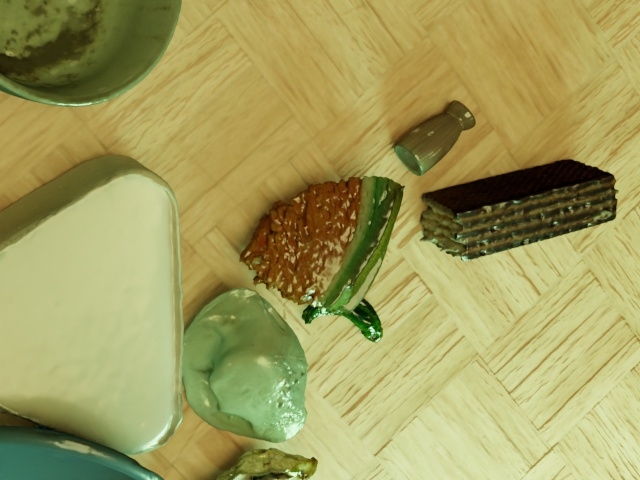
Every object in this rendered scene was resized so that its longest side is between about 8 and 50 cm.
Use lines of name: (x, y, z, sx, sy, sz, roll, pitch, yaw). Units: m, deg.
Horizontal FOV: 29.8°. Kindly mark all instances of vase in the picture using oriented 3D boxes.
vase: (0.147, -0.132, 1.523, 0.101, 0.053, 0.053, -41, 114, -13)

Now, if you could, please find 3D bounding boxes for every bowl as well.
bowl: (-0.299, -0.271, 1.233, 0.289, 0.146, 0.289, 3, 85, -38)

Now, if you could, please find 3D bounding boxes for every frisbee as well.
frisbee: (-0.298, 0.260, 1.348, 0.290, 0.289, 0.049, 26, 54, -26)

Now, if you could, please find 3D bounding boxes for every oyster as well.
oyster: (-0.113, 0.334, 1.529, 0.133, 0.072, 0.209, 29, 111, -32)

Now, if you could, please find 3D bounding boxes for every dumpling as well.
dumpling: (-0.087, 0.164, 1.469, 0.153, 0.108, 0.219, -26, 109, -15)

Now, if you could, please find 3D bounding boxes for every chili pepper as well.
chili pepper: (0.035, 0.093, 1.543, 0.118, 0.035, 0.055, 18, 81, -29)

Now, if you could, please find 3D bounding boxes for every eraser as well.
eraser: (-0.273, 0.102, 1.358, 0.331, 0.150, 0.331, -4, 102, -21)

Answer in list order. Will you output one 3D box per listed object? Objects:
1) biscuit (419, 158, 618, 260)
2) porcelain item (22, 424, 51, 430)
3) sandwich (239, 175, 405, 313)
biscuit: (0.253, -0.041, 1.559, 0.252, 0.106, 0.070, -14, 110, -18)
porcelain item: (-0.330, 0.227, 1.433, 0.136, 0.021, 0.075, -12, 103, -20)
sandwich: (0.005, -0.008, 1.474, 0.160, 0.109, 0.184, 24, 89, 2)
